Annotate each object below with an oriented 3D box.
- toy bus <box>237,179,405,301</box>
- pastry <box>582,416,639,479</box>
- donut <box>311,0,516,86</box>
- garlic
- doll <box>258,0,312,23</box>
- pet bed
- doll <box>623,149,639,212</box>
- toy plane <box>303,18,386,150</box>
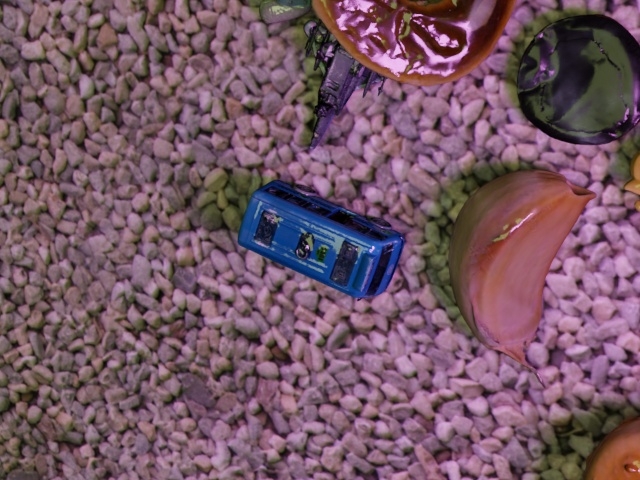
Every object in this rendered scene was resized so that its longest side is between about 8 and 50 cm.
[{"bbox_3d":[0.000,0.000,1.706,0.246,0.134,0.113,25,107,15],"label":"toy bus"},{"bbox_3d":[0.536,0.372,1.558,0.316,0.184,0.284,20,114,6],"label":"pastry"},{"bbox_3d":[0.130,-0.390,1.537,0.330,0.160,0.330,-2,106,-9],"label":"donut"},{"bbox_3d":[0.285,0.057,1.619,0.196,0.151,0.338,12,106,4],"label":"garlic"},{"bbox_3d":[-0.039,-0.434,1.669,0.104,0.071,0.214,26,111,15],"label":"doll"},{"bbox_3d":[0.383,-0.234,1.568,0.201,0.053,0.201,4,102,18],"label":"pet bed"},{"bbox_3d":[0.515,-0.172,1.514,0.117,0.086,0.291,14,103,5],"label":"doll"},{"bbox_3d":[0.025,-0.249,1.678,0.169,0.078,0.246,29,109,12],"label":"toy plane"}]
